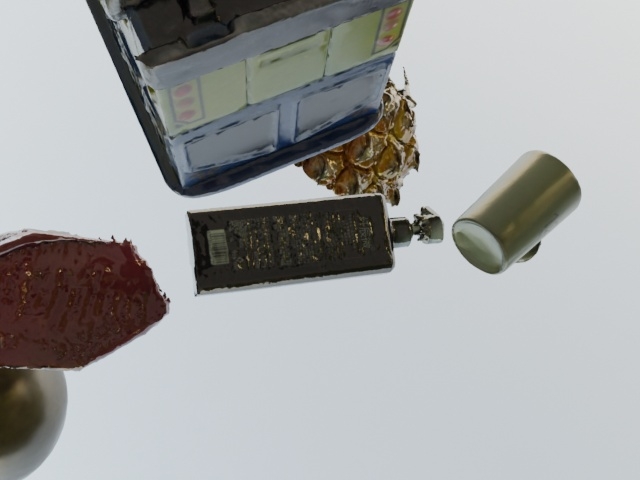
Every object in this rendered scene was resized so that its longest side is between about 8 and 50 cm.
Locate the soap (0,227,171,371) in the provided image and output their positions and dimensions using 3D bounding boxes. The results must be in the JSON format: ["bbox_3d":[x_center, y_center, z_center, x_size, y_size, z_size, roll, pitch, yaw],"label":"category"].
[{"bbox_3d":[-0.341,0.074,1.002,0.112,0.289,0.182,6,-92,59],"label":"soap"}]

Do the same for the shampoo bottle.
[{"bbox_3d":[0.000,0.001,0.918,0.309,0.071,0.098,-6,-100,-14],"label":"shampoo bottle"}]

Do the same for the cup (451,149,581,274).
[{"bbox_3d":[0.135,-0.014,0.551,0.083,0.075,0.054,-39,-107,-24],"label":"cup"}]

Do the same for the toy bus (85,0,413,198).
[{"bbox_3d":[-0.073,-0.189,0.408,0.138,0.175,0.288,-23,-104,-11],"label":"toy bus"}]

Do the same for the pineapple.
[{"bbox_3d":[0.098,-0.147,1.158,0.161,0.334,0.158,45,-71,-2],"label":"pineapple"}]

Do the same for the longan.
[{"bbox_3d":[-0.492,0.252,1.160,0.248,0.248,0.248,-3,-95,30],"label":"longan"}]
